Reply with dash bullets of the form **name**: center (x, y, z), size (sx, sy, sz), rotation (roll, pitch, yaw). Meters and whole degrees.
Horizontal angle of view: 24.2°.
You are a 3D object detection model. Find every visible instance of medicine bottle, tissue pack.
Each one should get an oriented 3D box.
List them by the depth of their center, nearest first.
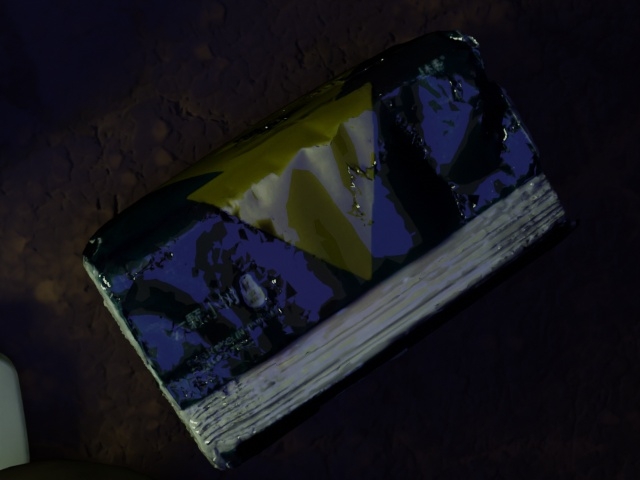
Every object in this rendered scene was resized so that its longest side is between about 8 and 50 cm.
- **tissue pack**: center (0.000, 0.000, 1.443), size (0.416, 0.264, 0.253), rotation (-32, 100, -8)
- **medicine bottle**: center (-0.357, 0.160, 1.478), size (0.119, 0.069, 0.183), rotation (-9, 98, -12)

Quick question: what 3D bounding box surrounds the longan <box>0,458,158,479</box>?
- **longan**: center (-0.258, 0.376, 1.368), size (0.404, 0.404, 0.336), rotation (-18, 78, -10)
